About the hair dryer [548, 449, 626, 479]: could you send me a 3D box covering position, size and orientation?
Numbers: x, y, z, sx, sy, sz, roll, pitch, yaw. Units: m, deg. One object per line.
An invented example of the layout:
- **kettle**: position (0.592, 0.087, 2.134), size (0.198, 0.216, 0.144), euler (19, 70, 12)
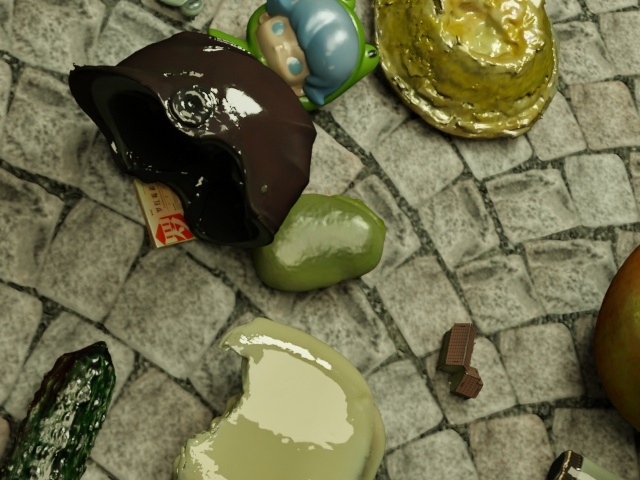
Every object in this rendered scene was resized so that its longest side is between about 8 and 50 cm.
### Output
- **hair dryer**: position (0.437, 0.363, 1.526), size (0.362, 0.128, 0.203), euler (30, 63, 1)

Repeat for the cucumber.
- **cucumber**: position (-0.302, 0.263, 1.286), size (0.096, 0.096, 0.359), euler (23, 65, -12)

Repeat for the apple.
- **apple**: position (0.523, 0.124, 1.534), size (0.339, 0.339, 0.340), euler (7, 68, -18)

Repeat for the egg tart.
- **egg tart**: position (0.221, -0.292, 1.681), size (0.315, 0.120, 0.315), euler (7, 69, -18)

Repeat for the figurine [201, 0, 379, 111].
- **figurine**: position (-0.060, -0.234, 1.549), size (0.263, 0.143, 0.162), euler (-23, 82, -9)

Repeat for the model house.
- **model house**: position (0.183, 0.154, 1.530), size (0.057, 0.058, 0.083), euler (21, 64, -12)

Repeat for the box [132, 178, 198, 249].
- **box**: position (-0.191, -0.038, 1.485), size (0.058, 0.015, 0.093), euler (-15, 76, -24)

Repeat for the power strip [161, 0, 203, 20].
- **power strip**: position (-0.190, -0.325, 1.592), size (0.055, 0.035, 0.083), euler (-38, 73, -28)

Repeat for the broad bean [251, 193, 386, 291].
- **broad bean**: position (0.000, 0.000, 1.506), size (0.174, 0.082, 0.124), euler (-2, 73, -23)

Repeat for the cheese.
- **cheese**: position (-0.055, 0.232, 1.373), size (0.233, 0.127, 0.266), euler (34, 62, -7)

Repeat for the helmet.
- **helmet**: position (-0.128, -0.142, 1.400), size (0.305, 0.225, 0.177), euler (48, 67, -16)
